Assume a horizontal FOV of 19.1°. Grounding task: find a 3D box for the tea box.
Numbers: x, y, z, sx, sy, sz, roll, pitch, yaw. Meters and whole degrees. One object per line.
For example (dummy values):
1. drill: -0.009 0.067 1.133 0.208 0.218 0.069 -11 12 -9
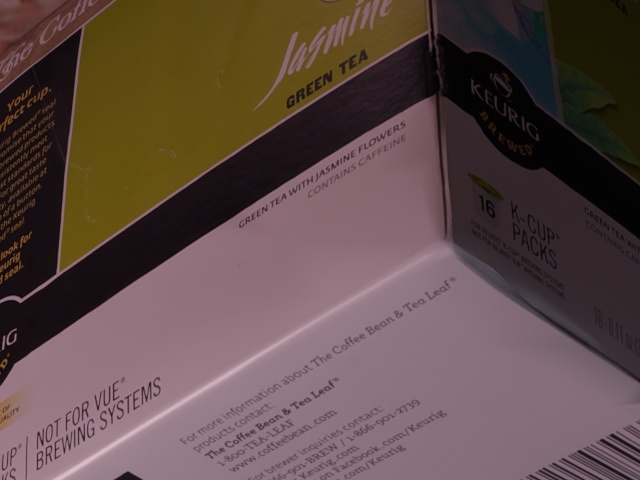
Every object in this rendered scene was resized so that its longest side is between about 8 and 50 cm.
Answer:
1. tea box: 0.000 0.000 0.914 0.329 0.323 0.220 -32 132 32
